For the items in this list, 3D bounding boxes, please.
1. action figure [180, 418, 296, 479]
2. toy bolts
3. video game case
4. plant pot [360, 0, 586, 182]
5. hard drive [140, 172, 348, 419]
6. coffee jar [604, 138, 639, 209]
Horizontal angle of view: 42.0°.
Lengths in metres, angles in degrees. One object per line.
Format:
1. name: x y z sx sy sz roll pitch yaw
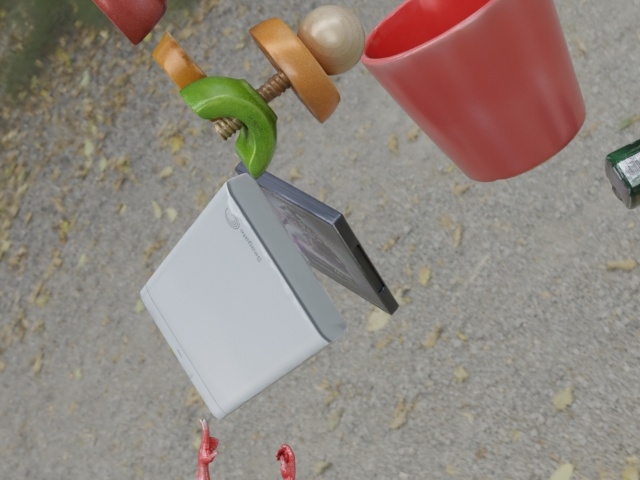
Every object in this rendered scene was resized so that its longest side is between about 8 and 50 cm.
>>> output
1. action figure: -0.074 0.214 0.714 0.280 0.091 0.139 164 111 -74
2. toy bolts: -0.084 -0.206 0.740 0.158 0.228 0.218 -41 32 2
3. video game case: 0.000 0.000 1.224 0.196 0.274 0.026 31 76 34
4. plant pot: 0.230 -0.233 1.162 0.275 0.243 0.275 -31 23 15
5. hard drive: -0.121 0.093 1.130 0.233 0.047 0.353 57 141 8
6. coffee jar: 0.491 -0.121 1.149 0.184 0.096 0.079 -27 67 8
